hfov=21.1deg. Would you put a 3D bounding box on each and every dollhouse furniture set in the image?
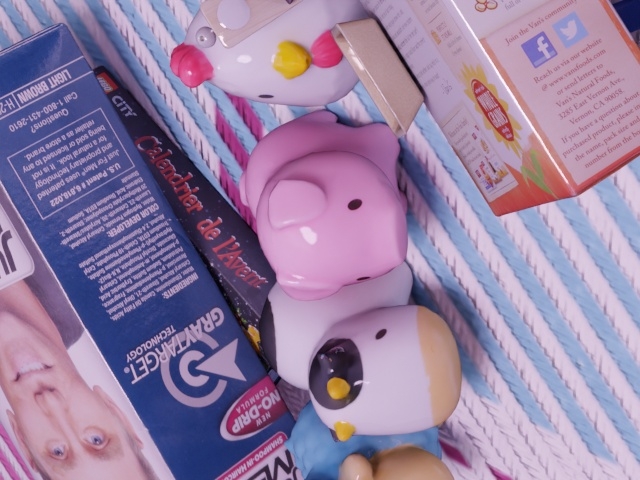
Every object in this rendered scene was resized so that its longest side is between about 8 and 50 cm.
[{"bbox_3d":[-0.006,-0.090,0.847,0.114,0.081,0.091,57,174,-2],"label":"dollhouse furniture set"}]

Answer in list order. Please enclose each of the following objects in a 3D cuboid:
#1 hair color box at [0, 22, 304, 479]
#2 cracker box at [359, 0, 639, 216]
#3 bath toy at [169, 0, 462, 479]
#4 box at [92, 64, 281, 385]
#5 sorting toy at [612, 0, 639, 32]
[{"bbox_3d":[-0.156,0.052,1.130,0.174,0.105,0.347,-22,100,53],"label":"hair color box"},{"bbox_3d":[0.064,-0.128,0.814,0.232,0.067,0.156,57,173,-2],"label":"cracker box"},{"bbox_3d":[0.000,0.000,0.979,0.151,0.129,0.348,14,125,42],"label":"bath toy"},{"bbox_3d":[-0.113,0.015,1.180,0.233,0.044,0.159,48,142,11],"label":"box"},{"bbox_3d":[0.213,-0.158,0.689,0.196,0.047,0.348,51,149,4],"label":"sorting toy"}]
